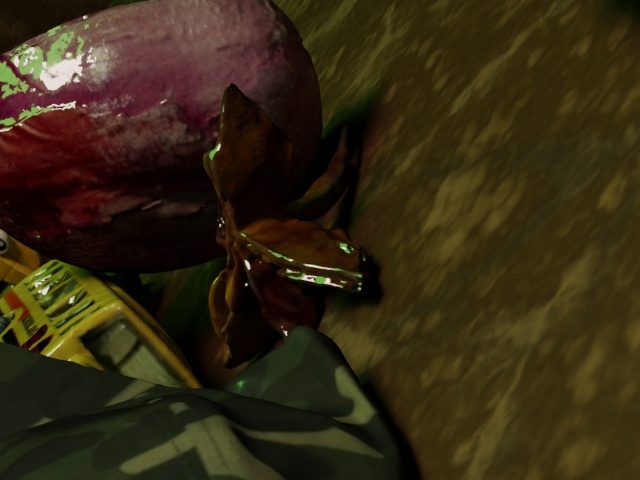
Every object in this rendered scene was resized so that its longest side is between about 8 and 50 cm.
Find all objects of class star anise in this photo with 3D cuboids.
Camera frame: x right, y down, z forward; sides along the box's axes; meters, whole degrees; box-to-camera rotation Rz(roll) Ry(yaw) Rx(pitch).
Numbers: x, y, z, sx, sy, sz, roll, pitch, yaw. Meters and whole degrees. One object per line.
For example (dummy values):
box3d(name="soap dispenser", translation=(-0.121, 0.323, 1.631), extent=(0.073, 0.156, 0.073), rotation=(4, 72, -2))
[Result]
box3d(name="star anise", translation=(-0.002, -0.010, 0.893), extent=(0.158, 0.144, 0.141), rotation=(-47, 63, 51))

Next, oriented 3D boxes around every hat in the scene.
box3d(name="hat", translation=(-0.181, 0.153, 0.675), extent=(0.257, 0.381, 0.366), rotation=(102, -170, -70))

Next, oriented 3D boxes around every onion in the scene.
box3d(name="onion", translation=(-0.134, -0.044, 0.982), extent=(0.227, 0.283, 0.120), rotation=(87, 171, -60))

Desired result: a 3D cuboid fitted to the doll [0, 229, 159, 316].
box3d(name="doll", translation=(-0.210, 0.031, 1.184), extent=(0.134, 0.186, 0.106), rotation=(-13, 36, 25))

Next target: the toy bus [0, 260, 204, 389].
box3d(name="toy bus", translation=(-0.147, 0.093, 0.976), extent=(0.123, 0.121, 0.335), rotation=(-41, 15, -9))
